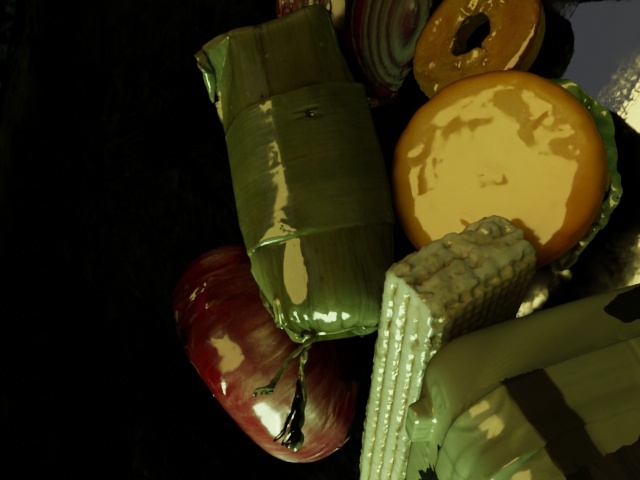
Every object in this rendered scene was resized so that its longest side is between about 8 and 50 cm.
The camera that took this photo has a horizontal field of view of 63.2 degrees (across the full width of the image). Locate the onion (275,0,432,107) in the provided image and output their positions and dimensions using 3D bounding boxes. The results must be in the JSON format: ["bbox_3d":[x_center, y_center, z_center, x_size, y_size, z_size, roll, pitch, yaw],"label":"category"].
[{"bbox_3d":[0.026,-0.331,0.757,0.206,0.207,0.216,24,100,37],"label":"onion"}]

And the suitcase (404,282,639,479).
[{"bbox_3d":[0.242,0.194,0.470,0.351,0.339,0.194,87,165,-44],"label":"suitcase"}]

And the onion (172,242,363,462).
[{"bbox_3d":[-0.044,0.136,0.767,0.285,0.347,0.347,-31,63,-2],"label":"onion"}]

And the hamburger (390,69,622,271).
[{"bbox_3d":[0.211,-0.068,0.601,0.246,0.170,0.246,-1,89,29],"label":"hamburger"}]

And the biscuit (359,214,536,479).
[{"bbox_3d":[0.124,0.162,0.574,0.078,0.144,0.426,45,149,37],"label":"biscuit"}]

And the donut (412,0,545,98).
[{"bbox_3d":[0.208,-0.257,0.680,0.178,0.065,0.162,-41,59,36],"label":"donut"}]

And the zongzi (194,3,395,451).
[{"bbox_3d":[0.000,0.000,0.669,0.181,0.418,0.447,-11,78,2],"label":"zongzi"}]
